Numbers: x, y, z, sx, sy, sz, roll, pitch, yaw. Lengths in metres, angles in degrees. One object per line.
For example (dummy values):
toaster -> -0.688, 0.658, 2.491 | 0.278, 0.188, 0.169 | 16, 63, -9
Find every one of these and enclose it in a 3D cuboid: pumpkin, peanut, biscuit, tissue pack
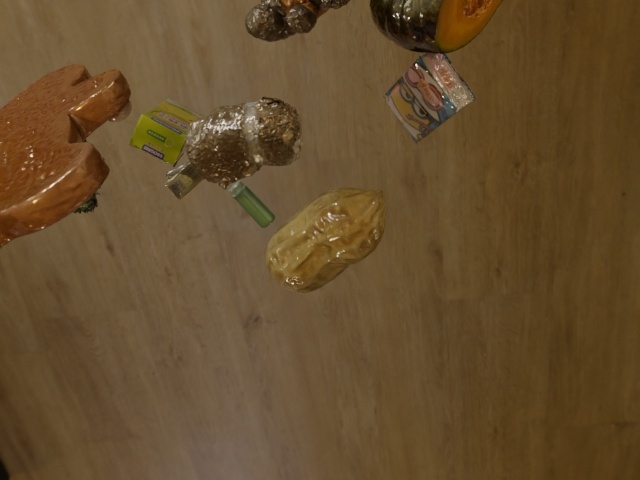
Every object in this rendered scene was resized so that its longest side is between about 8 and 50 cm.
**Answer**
pumpkin -> 0.175, -0.413, 0.806 | 0.139, 0.222, 0.317 | 43, 133, 26
peanut -> 0.000, 0.000, 0.618 | 0.093, 0.083, 0.194 | -11, 163, -33
biscuit -> -0.254, -0.078, 0.513 | 0.205, 0.324, 0.049 | -31, 128, 1
tissue pack -> 0.184, -0.252, 1.019 | 0.065, 0.155, 0.115 | -37, 92, -18

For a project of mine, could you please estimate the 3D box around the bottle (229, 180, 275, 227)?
bottle -> -0.110, -0.058, 0.932 | 0.030, 0.030, 0.083 | -36, 109, 20

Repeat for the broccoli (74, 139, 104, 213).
broccoli -> -0.490, -0.141, 1.136 | 0.155, 0.167, 0.160 | 29, 133, -31

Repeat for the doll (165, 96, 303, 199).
doll -> -0.127, -0.135, 0.827 | 0.221, 0.105, 0.115 | -18, 132, 22

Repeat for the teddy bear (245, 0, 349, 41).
teddy bear -> -0.024, -0.419, 0.951 | 0.190, 0.140, 0.177 | -10, 80, 34

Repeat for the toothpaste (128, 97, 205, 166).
toothpaste -> -0.357, -0.267, 1.393 | 0.110, 0.327, 0.077 | 28, 106, -12
